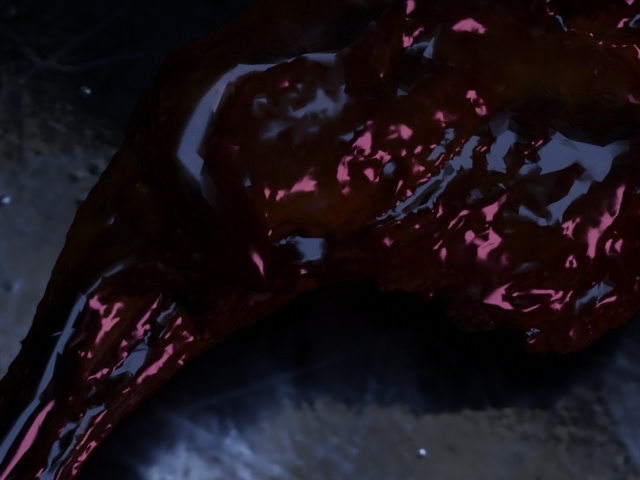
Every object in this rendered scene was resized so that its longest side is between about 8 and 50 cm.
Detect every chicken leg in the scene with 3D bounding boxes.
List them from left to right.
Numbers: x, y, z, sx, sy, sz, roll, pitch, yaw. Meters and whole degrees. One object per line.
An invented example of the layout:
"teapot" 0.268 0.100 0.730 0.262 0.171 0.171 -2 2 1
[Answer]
"chicken leg" 0.000 0.000 0.548 0.407 0.096 0.158 -29 86 -19
